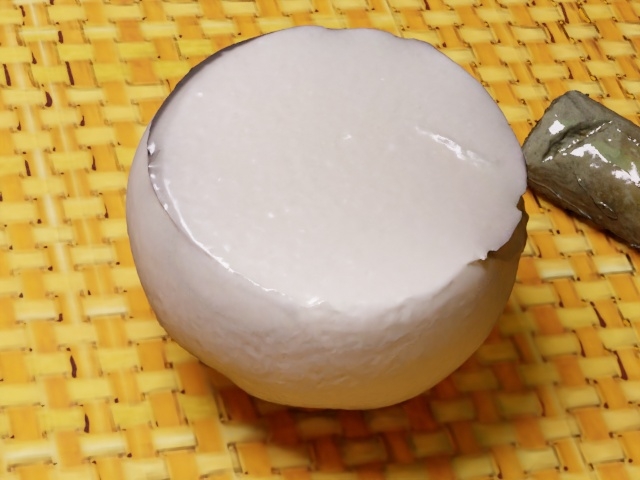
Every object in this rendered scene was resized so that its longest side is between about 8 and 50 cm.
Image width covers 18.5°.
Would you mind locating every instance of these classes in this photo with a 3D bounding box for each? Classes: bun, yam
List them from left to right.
[{"bbox_3d":[0.000,0.000,0.847,0.173,0.120,0.173,4,53,-5],"label":"bun"},{"bbox_3d":[0.157,-0.023,0.954,0.132,0.054,0.054,33,48,18],"label":"yam"}]
